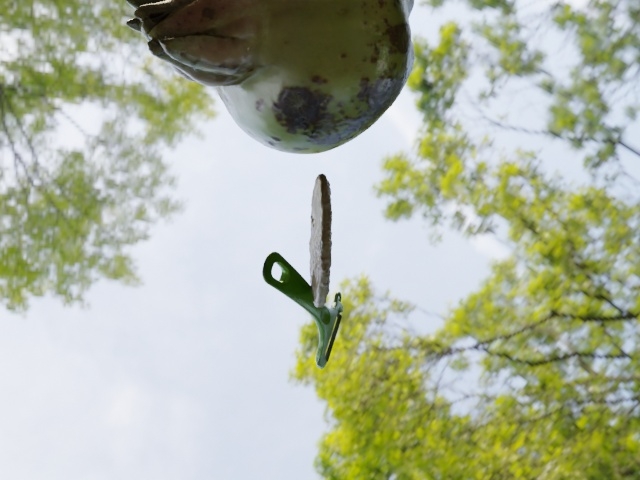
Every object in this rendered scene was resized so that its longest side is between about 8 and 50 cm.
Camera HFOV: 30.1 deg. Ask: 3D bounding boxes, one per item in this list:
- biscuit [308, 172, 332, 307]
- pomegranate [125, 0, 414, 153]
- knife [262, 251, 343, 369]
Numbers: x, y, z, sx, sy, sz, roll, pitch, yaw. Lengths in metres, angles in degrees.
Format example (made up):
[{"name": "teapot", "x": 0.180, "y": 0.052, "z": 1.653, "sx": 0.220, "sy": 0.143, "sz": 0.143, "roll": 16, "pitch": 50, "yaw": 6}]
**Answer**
[{"name": "biscuit", "x": 0.000, "y": 0.000, "z": 1.040, "sx": 0.015, "sy": 0.120, "sz": 0.120, "roll": 1, "pitch": -126, "yaw": -4}, {"name": "pomegranate", "x": -0.028, "y": -0.192, "z": 1.067, "sx": 0.276, "sy": 0.204, "sz": 0.222, "roll": -5, "pitch": -97, "yaw": -68}, {"name": "knife", "x": -0.012, "y": 0.055, "z": 1.092, "sx": 0.022, "sy": 0.166, "sz": 0.078, "roll": 2, "pitch": -117, "yaw": 23}]
